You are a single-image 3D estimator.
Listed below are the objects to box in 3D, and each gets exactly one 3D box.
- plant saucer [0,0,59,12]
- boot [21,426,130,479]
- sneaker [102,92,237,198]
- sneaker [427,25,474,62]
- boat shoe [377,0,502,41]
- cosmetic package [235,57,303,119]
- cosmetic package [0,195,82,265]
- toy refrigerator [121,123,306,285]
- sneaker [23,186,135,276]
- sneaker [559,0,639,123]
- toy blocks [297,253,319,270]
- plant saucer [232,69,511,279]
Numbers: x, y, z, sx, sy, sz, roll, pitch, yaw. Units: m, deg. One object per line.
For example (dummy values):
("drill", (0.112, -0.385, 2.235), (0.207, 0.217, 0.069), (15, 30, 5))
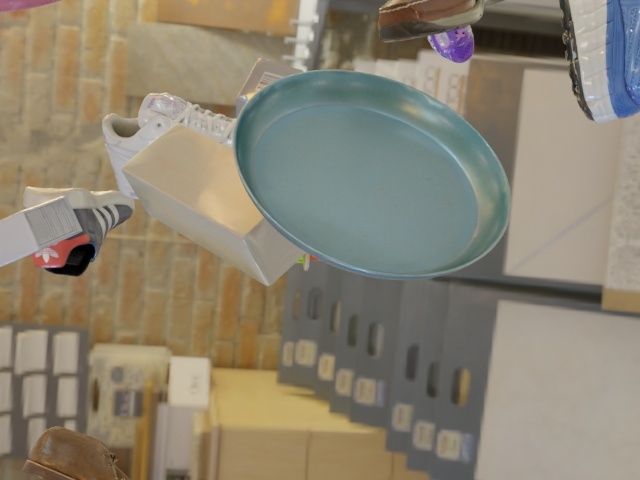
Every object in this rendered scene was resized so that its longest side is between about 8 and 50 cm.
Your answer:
("plant saucer", (-0.436, -0.398, 1.350), (0.332, 0.332, 0.084), (-100, 7, -56))
("boot", (-0.431, 0.468, 1.944), (0.115, 0.305, 0.112), (-68, 13, -21))
("sneaker", (-0.180, -0.140, 1.389), (0.114, 0.305, 0.152), (-68, -33, -52))
("sneaker", (0.277, -0.463, 2.042), (0.104, 0.095, 0.236), (54, 174, 48))
("boat shoe", (0.161, -0.347, 1.275), (0.324, 0.123, 0.119), (-41, -60, -51))
("cosmetic package", (-0.106, -0.228, 1.919), (0.238, 0.107, 0.127), (95, -166, -55))
("cosmetic package", (-0.455, 0.010, 1.338), (0.060, 0.239, 0.099), (68, -154, -4))
("toy refrigerator", (-0.123, -0.048, 1.200), (0.270, 0.102, 0.094), (27, 152, 43))
("sneaker", (-0.418, -0.015, 1.671), (0.350, 0.131, 0.148), (-10, -78, -80))
("sneaker", (0.289, -0.282, 0.895), (0.130, 0.147, 0.329), (-55, -45, -76))
("toy blocks", (0.000, 0.000, 1.591), (0.054, 0.148, 0.123), (-94, 8, -45))
("plant saucer", (0.055, -0.072, 1.076), (0.043, 0.318, 0.317), (112, 161, -46))
